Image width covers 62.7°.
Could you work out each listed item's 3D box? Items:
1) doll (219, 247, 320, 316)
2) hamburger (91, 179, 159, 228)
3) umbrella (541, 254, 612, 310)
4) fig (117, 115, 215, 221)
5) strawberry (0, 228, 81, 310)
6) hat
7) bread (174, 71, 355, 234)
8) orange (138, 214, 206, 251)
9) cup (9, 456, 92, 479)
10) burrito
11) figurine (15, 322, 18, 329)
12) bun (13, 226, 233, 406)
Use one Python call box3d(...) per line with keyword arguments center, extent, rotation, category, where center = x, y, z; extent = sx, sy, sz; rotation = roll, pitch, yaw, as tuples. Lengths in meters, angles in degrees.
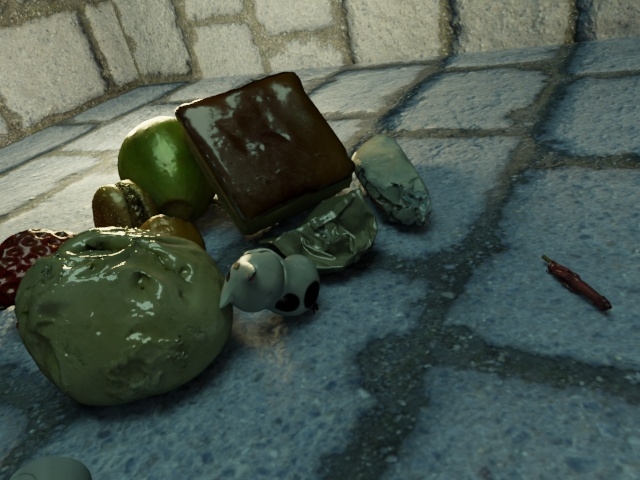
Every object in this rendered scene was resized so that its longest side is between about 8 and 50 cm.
box3d(center=(-0.082, 0.072, 0.881), extent=(0.110, 0.180, 0.107), rotation=(-51, 50, 20), category="doll")
box3d(center=(-0.452, -0.047, 1.220), extent=(0.191, 0.182, 0.118), rotation=(13, 33, 43), category="hamburger")
box3d(center=(0.399, 0.064, 0.831), extent=(0.025, 0.027, 0.165), rotation=(6, 22, -17), category="umbrella")
box3d(center=(-0.379, -0.166, 1.354), extent=(0.258, 0.258, 0.326), rotation=(-21, 48, -12), category="fig")
box3d(center=(-0.552, 0.043, 1.095), extent=(0.280, 0.150, 0.253), rotation=(-1, 13, 21), category="strawberry")
box3d(center=(0.000, 0.000, 1.078), extent=(0.214, 0.149, 0.244), rotation=(-32, -3, -17), category="hat")
box3d(center=(-0.127, -0.214, 1.246), extent=(0.323, 0.143, 0.333), rotation=(-28, 77, -23), category="bread")
box3d(center=(-0.319, 0.014, 1.103), extent=(0.156, 0.134, 0.156), rotation=(8, 4, -1), category="orange")
box3d(center=(-0.332, 0.338, 0.598), extent=(0.136, 0.099, 0.133), rotation=(-20, 31, -13), category="cup")
box3d(center=(0.159, -0.138, 1.206), extent=(0.139, 0.101, 0.445), rotation=(-10, 30, -2), category="burrito")
box3d(center=(-0.569, 0.155, 1.073), extent=(0.105, 0.047, 0.060), rotation=(-2, 73, 10), category="figurine")
box3d(center=(-0.319, 0.100, 0.877), extent=(0.362, 0.235, 0.326), rotation=(14, 34, 29), category="bun")
